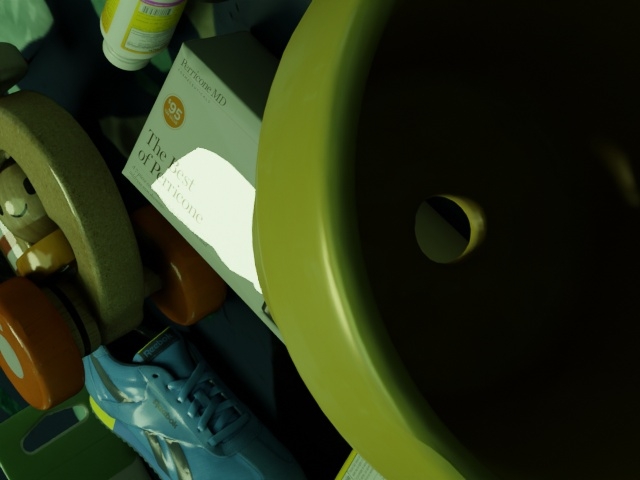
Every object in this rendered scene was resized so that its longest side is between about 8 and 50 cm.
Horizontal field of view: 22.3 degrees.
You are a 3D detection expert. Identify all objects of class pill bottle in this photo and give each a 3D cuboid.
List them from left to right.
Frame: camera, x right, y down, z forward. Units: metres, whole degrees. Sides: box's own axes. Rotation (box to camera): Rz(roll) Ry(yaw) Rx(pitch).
[{"bbox_3d":[-0.103,-0.134,0.939,0.043,0.043,0.083,52,146,12],"label":"pill bottle"}]

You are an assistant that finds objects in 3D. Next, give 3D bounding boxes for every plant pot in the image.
[{"bbox_3d":[0.083,-0.011,0.631,0.254,0.254,0.239,63,163,-6],"label":"plant pot"}]

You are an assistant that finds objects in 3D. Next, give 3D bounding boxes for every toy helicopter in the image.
[{"bbox_3d":[-0.222,-0.046,1.095,0.355,0.140,0.235,17,132,58],"label":"toy helicopter"}]

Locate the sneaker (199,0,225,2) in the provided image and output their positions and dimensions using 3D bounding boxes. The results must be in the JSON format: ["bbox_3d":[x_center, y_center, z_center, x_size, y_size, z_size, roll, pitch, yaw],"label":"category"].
[{"bbox_3d":[0.009,-0.158,0.725,0.108,0.100,0.271,56,147,-5],"label":"sneaker"}]

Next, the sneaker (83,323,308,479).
[{"bbox_3d":[-0.090,0.114,1.097,0.209,0.069,0.082,32,135,36],"label":"sneaker"}]

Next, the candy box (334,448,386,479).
[{"bbox_3d":[0.064,0.149,0.956,0.105,0.027,0.206,51,146,19],"label":"candy box"}]

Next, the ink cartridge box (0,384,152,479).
[{"bbox_3d":[-0.183,0.219,1.265,0.062,0.109,0.209,-18,101,56],"label":"ink cartridge box"}]

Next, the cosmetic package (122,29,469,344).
[{"bbox_3d":[0.000,0.000,0.871,0.239,0.060,0.099,45,124,21],"label":"cosmetic package"}]

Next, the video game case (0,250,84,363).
[{"bbox_3d":[-0.257,0.035,1.167,0.173,0.190,0.022,35,107,32],"label":"video game case"}]
